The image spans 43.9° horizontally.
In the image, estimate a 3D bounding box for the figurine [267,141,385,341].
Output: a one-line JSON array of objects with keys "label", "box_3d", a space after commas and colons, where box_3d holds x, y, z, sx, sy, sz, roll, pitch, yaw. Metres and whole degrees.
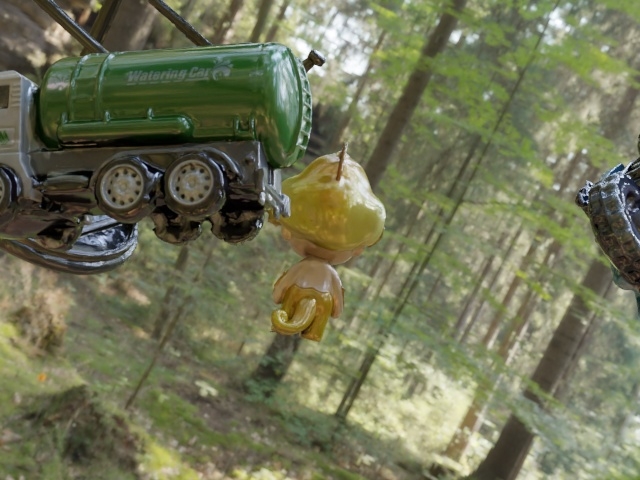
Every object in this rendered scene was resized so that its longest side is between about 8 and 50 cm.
[{"label": "figurine", "box_3d": [0.000, 0.000, 0.983, 0.156, 0.246, 0.131, 12, -8, -5]}]

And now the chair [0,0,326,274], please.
[{"label": "chair", "box_3d": [-0.298, -0.197, 1.088, 0.362, 0.410, 0.365, 42, 23, 6]}]

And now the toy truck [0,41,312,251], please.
[{"label": "toy truck", "box_3d": [-0.127, -0.062, 0.515, 0.243, 0.124, 0.101, -3, -10, 10]}]

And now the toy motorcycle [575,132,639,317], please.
[{"label": "toy motorcycle", "box_3d": [0.447, -0.017, 0.989, 0.232, 0.172, 0.416, 60, 35, 0]}]
